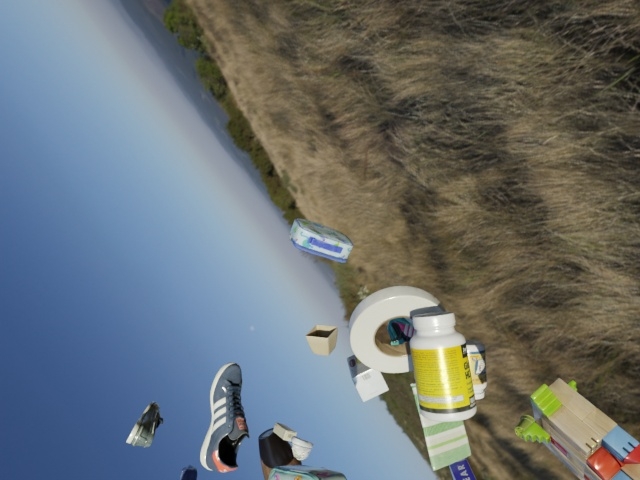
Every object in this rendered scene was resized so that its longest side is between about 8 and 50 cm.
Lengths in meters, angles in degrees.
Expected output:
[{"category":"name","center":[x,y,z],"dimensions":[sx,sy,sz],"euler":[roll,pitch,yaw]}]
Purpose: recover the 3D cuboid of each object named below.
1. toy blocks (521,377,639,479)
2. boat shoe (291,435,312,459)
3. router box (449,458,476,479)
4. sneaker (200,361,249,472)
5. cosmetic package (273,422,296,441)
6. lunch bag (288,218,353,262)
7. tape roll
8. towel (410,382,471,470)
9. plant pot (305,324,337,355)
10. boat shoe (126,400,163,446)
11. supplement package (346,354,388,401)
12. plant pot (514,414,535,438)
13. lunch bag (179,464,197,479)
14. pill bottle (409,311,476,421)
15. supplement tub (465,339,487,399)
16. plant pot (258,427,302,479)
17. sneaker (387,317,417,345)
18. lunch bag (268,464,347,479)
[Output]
[{"category":"toy blocks","center":[0.672,0.518,0.994],"dimensions":[0.261,0.191,0.381],"euler":[45,171,48]},{"category":"boat shoe","center":[-0.073,0.841,1.621],"dimensions":[0.083,0.076,0.226],"euler":[12,153,21]},{"category":"router box","center":[0.642,1.118,1.658],"dimensions":[0.335,0.082,0.301],"euler":[-89,-20,-78]},{"category":"sneaker","center":[-0.301,0.604,1.390],"dimensions":[0.131,0.148,0.350],"euler":[24,-115,-47]},{"category":"cosmetic package","center":[-0.159,0.853,1.802],"dimensions":[0.060,0.041,0.115],"euler":[26,163,-27]},{"category":"lunch bag","center":[0.000,0.000,1.457],"dimensions":[0.219,0.090,0.176],"euler":[18,-168,-18]},{"category":"tape roll","center":[0.305,0.353,1.574],"dimensions":[0.392,0.392,0.072],"euler":[55,-164,-24]},{"category":"towel","center":[0.503,0.746,1.687],"dimensions":[0.038,0.248,0.325],"euler":[-36,58,48]},{"category":"plant pot","center":[0.012,0.437,1.757],"dimensions":[0.109,0.109,0.096],"euler":[-31,-64,-58]},{"category":"boat shoe","center":[-0.736,0.794,1.743],"dimensions":[0.099,0.116,0.319],"euler":[27,174,-7]},{"category":"supplement package","center":[0.226,0.654,1.994],"dimensions":[0.134,0.139,0.244],"euler":[64,180,-6]},{"category":"plant pot","center":[0.866,0.795,1.709],"dimensions":[0.083,0.079,0.083],"euler":[25,123,47]},{"category":"lunch bag","center":[-0.536,0.964,1.635],"dimensions":[0.065,0.067,0.098],"euler":[131,147,-62]},{"category":"pill bottle","center":[0.409,0.418,1.378],"dimensions":[0.188,0.188,0.334],"euler":[79,-176,-84]},{"category":"supplement tub","center":[0.561,0.492,1.557],"dimensions":[0.144,0.144,0.200],"euler":[93,175,-86]},{"category":"plant pot","center":[-0.244,1.157,2.205],"dimensions":[0.215,0.215,0.230],"euler":[115,132,-87]},{"category":"sneaker","center":[0.453,0.503,2.085],"dimensions":[0.295,0.178,0.124],"euler":[45,-173,37]},{"category":"lunch bag","center":[-0.034,0.669,0.968],"dimensions":[0.108,0.279,0.224],"euler":[15,-117,-29]}]
